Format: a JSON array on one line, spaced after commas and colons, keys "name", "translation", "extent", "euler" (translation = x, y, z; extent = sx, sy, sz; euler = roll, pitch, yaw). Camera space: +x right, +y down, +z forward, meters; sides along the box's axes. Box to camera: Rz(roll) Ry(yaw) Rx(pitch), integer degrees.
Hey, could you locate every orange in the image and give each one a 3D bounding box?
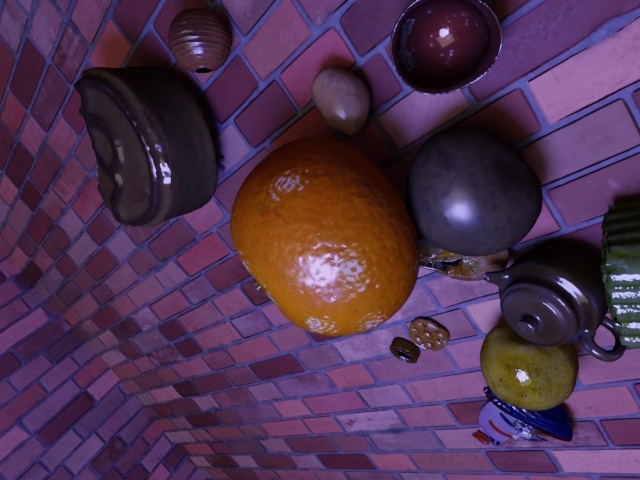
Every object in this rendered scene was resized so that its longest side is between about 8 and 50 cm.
[{"name": "orange", "translation": [0.000, 0.000, 0.866], "extent": [0.424, 0.326, 0.424], "euler": [56, 171, 13]}]

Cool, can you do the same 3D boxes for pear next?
[{"name": "pear", "translation": [0.453, 0.277, 0.918], "extent": [0.197, 0.197, 0.198], "euler": [16, 127, 22]}]

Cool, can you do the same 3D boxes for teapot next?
[{"name": "teapot", "translation": [0.443, 0.130, 0.806], "extent": [0.267, 0.175, 0.186], "euler": [38, 145, 27]}]

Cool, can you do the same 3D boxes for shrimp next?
[{"name": "shrimp", "translation": [0.286, 0.036, 0.954], "extent": [0.266, 0.061, 0.145], "euler": [-5, 126, 32]}]

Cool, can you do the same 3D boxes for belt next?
[{"name": "belt", "translation": [0.237, 0.311, 1.185], "extent": [0.083, 0.036, 0.059], "euler": [28, 137, 13]}]

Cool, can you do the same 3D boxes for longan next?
[{"name": "longan", "translation": [0.278, -0.083, 0.779], "extent": [0.245, 0.215, 0.246], "euler": [8, 149, 5]}]

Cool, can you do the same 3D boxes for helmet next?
[{"name": "helmet", "translation": [0.216, -0.338, 0.708], "extent": [0.175, 0.106, 0.155], "euler": [-1, 122, 30]}]

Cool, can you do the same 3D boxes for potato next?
[{"name": "potato", "translation": [0.043, -0.286, 0.857], "extent": [0.147, 0.112, 0.112], "euler": [52, 132, 0]}]

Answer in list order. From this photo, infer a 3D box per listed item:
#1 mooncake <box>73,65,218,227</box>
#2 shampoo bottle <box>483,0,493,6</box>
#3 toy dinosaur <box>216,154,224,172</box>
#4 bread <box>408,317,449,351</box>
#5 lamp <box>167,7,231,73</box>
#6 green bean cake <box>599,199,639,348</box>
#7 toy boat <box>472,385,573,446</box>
[{"name": "mooncake", "translation": [-0.460, -0.241, 1.097], "extent": [0.393, 0.246, 0.395], "euler": [-21, 98, 46]}, {"name": "shampoo bottle", "translation": [0.284, -0.441, 0.641], "extent": [0.079, 0.040, 0.165], "euler": [30, 130, 9]}, {"name": "toy dinosaur", "translation": [-0.303, -0.223, 1.150], "extent": [0.080, 0.045, 0.198], "euler": [30, 136, 25]}, {"name": "bread", "translation": [0.287, 0.251, 1.120], "extent": [0.109, 0.024, 0.110], "euler": [17, 129, 23]}, {"name": "lamp", "translation": [-0.264, -0.435, 0.922], "extent": [0.136, 0.136, 0.137], "euler": [16, 127, 22]}, {"name": "green bean cake", "translation": [0.545, 0.052, 0.700], "extent": [0.113, 0.214, 0.201], "euler": [-7, 119, 40]}, {"name": "toy boat", "translation": [0.498, 0.471, 1.126], "extent": [0.219, 0.072, 0.318], "euler": [44, 142, -5]}]
